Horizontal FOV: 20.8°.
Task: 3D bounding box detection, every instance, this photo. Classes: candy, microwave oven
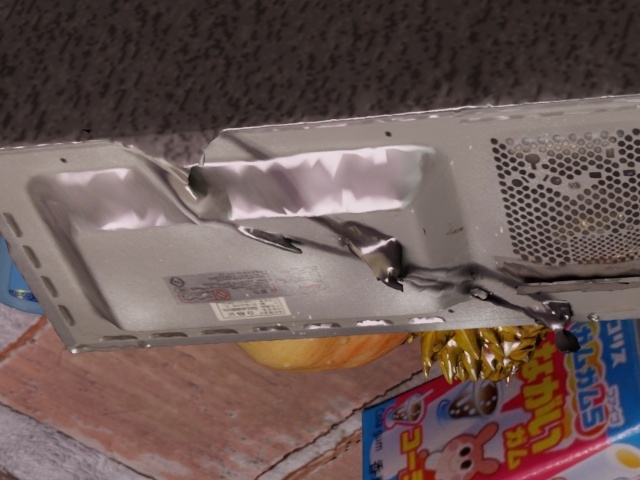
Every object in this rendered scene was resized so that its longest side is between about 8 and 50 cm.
[{"bbox_3d":[0.185,0.185,1.616,0.306,0.157,0.100,-25,130,25],"label":"candy"},{"bbox_3d":[0.019,-0.116,1.152,0.432,0.374,0.236,-5,145,11],"label":"microwave oven"}]

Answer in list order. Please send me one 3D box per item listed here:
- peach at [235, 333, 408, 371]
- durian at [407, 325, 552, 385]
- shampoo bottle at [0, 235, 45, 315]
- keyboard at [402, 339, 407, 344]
[{"bbox_3d":[0.000,0.000,1.393,0.232,0.232,0.232,1,136,1],"label":"peach"},{"bbox_3d":[0.182,-0.027,1.329,0.341,0.112,0.191,-51,142,5],"label":"durian"},{"bbox_3d":[-0.218,-0.040,1.463,0.104,0.061,0.258,7,135,-8],"label":"shampoo bottle"},{"bbox_3d":[0.104,0.010,1.538,0.087,0.017,0.250,22,133,-22],"label":"keyboard"}]
